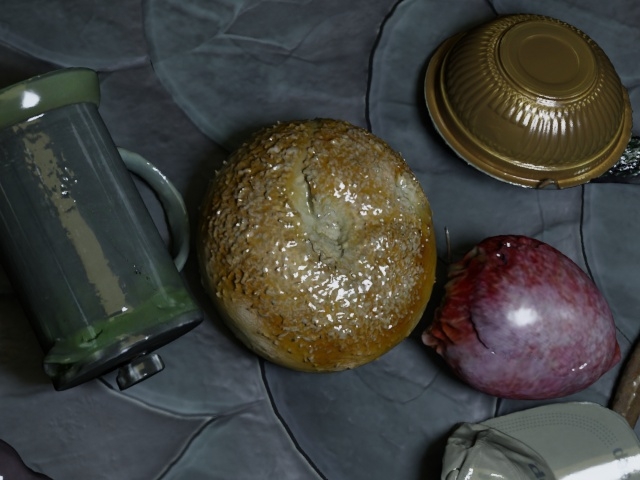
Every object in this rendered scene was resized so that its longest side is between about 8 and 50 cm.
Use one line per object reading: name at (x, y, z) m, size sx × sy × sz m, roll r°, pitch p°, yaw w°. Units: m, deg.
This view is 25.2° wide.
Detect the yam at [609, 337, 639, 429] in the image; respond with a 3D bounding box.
yam at (0.405, 0.157, 1.781) m, size 0.045 × 0.045 × 0.327 m, roll 19°, pitch 71°, yaw 26°

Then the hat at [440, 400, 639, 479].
hat at (0.261, 0.288, 1.654) m, size 0.244 × 0.149 × 0.214 m, roll -23°, pitch 81°, yaw 8°

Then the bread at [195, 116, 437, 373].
bread at (0.000, 0.000, 1.657) m, size 0.305 × 0.159 × 0.306 m, roll 3°, pitch 77°, yaw -12°

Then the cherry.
cherry at (0.250, 0.097, 1.692) m, size 0.249 × 0.175 × 0.192 m, roll 24°, pitch 59°, yaw -15°

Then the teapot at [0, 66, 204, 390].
teapot at (-0.250, -0.004, 1.595) m, size 0.270 × 0.200 × 0.337 m, roll -20°, pitch 82°, yaw -51°

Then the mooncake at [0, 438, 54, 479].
mooncake at (-0.376, 0.320, 1.503) m, size 0.244 × 0.133 × 0.245 m, roll 2°, pitch 82°, yaw -17°

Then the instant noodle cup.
instant noodle cup at (0.270, -0.196, 1.770) m, size 0.274 × 0.091 × 0.274 m, roll 5°, pitch 58°, yaw -8°

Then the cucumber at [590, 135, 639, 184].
cucumber at (0.320, -0.102, 1.813) m, size 0.245 × 0.067 × 0.067 m, roll 0°, pitch 76°, yaw -9°
